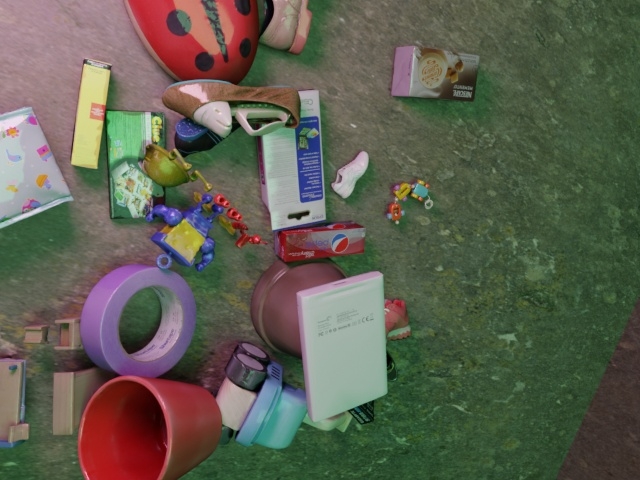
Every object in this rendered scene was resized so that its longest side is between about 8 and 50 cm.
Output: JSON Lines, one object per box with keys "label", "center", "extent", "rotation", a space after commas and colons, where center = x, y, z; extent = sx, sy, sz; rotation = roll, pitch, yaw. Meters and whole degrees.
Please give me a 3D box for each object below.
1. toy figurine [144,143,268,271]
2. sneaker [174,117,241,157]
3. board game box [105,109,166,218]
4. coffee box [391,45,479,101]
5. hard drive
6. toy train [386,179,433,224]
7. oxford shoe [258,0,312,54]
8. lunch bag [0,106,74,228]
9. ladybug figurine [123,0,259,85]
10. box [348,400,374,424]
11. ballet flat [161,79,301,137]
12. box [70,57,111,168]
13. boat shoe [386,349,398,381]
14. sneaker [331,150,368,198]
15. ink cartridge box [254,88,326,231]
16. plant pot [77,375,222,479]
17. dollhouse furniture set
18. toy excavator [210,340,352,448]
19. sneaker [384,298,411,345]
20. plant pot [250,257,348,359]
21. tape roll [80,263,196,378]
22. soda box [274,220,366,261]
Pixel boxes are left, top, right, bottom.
{"label": "toy figurine", "center": [-0.331, -0.030, 1.236], "extent": [0.217, 0.191, 0.362], "rotation": [-52, 127, -14]}
{"label": "sneaker", "center": [-0.270, -0.286, 1.293], "extent": [0.232, 0.081, 0.090], "rotation": [-32, 163, -33]}
{"label": "board game box", "center": [-0.450, -0.184, 1.252], "extent": [0.136, 0.030, 0.260], "rotation": [-3, 106, -25]}
{"label": "coffee box", "center": [0.345, -0.494, 1.533], "extent": [0.246, 0.098, 0.141], "rotation": [-2, 106, -27]}
{"label": "hard drive", "center": [0.063, 0.272, 1.318], "extent": [0.232, 0.047, 0.354], "rotation": [-13, 110, -25]}
{"label": "toy train", "center": [0.277, -0.130, 1.639], "extent": [0.166, 0.046, 0.125], "rotation": [-18, 114, -19]}
{"label": "oxford shoe", "center": [-0.081, -0.648, 1.256], "extent": [0.130, 0.123, 0.349], "rotation": [3, 102, -23]}
{"label": "lunch bag", "center": [-0.693, -0.139, 1.064], "extent": [0.262, 0.160, 0.224], "rotation": [-27, 116, -25]}
{"label": "ladybug figurine", "center": [-0.279, -0.549, 1.155], "extent": [0.305, 0.162, 0.450], "rotation": [-29, 116, -18]}
{"label": "box", "center": [0.100, 0.458, 1.647], "extent": [0.051, 0.175, 0.220], "rotation": [-25, 122, 23]}
{"label": "ballet flat", "center": [-0.194, -0.305, 1.217], "extent": [0.342, 0.116, 0.124], "rotation": [-6, 68, -30]}
{"label": "box", "center": [-0.519, -0.285, 1.152], "extent": [0.058, 0.087, 0.233], "rotation": [8, 100, -29]}
{"label": "boat shoe", "center": [0.209, 0.416, 1.747], "extent": [0.081, 0.068, 0.228], "rotation": [-41, 119, -11]}
{"label": "sneaker", "center": [0.089, -0.202, 1.513], "extent": [0.061, 0.053, 0.152], "rotation": [31, 90, -28]}
{"label": "ink cartridge box", "center": [-0.081, -0.220, 1.412], "extent": [0.175, 0.069, 0.371], "rotation": [-12, 107, -25]}
{"label": "plant pot", "center": [-0.381, 0.450, 1.210], "extent": [0.275, 0.274, 0.243], "rotation": [-64, 154, 2]}
{"label": "dollhouse furniture set", "center": [-0.697, 0.333, 1.256], "extent": [0.303, 0.198, 0.287], "rotation": [-2, 84, 4]}
{"label": "toy excavator", "center": [-0.097, 0.495, 1.502], "extent": [0.444, 0.433, 0.223], "rotation": [29, 90, -3]}
{"label": "sneaker", "center": [0.188, 0.260, 1.645], "extent": [0.313, 0.115, 0.136], "rotation": [-4, 94, -54]}
{"label": "plant pot", "center": [-0.002, 0.221, 1.460], "extent": [0.322, 0.280, 0.324], "rotation": [-8, 108, -26]}
{"label": "tape roll", "center": [-0.441, 0.199, 1.265], "extent": [0.274, 0.090, 0.275], "rotation": [-10, 102, -53]}
{"label": "soda box", "center": [0.000, 0.000, 1.502], "extent": [0.263, 0.092, 0.084], "rotation": [-6, 108, -26]}
